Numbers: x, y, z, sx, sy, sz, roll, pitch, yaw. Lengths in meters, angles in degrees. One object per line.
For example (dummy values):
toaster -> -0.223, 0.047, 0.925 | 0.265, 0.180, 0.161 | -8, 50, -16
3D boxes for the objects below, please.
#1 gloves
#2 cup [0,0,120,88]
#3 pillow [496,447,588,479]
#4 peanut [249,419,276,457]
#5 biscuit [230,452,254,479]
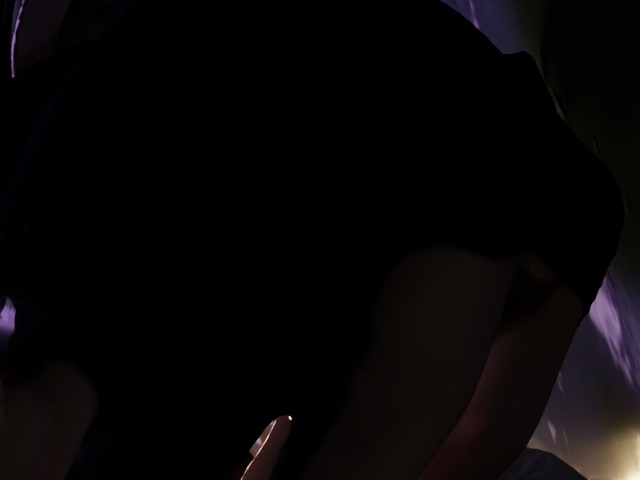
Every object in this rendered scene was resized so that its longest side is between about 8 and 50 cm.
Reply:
gloves -> -0.027, 0.001, 0.466 | 0.301, 0.197, 0.152 | -61, -9, -53
cup -> -0.058, -0.131, 0.864 | 0.280, 0.196, 0.196 | -97, -7, -63
pillow -> 0.085, 0.207, 0.506 | 0.310, 0.138, 0.283 | -124, 11, -84
peanut -> 0.000, 0.000, 0.954 | 0.130, 0.130, 0.290 | 79, 180, -55
biscuit -> -0.026, 0.185, 1.042 | 0.366, 0.115, 0.268 | -44, -58, -56
